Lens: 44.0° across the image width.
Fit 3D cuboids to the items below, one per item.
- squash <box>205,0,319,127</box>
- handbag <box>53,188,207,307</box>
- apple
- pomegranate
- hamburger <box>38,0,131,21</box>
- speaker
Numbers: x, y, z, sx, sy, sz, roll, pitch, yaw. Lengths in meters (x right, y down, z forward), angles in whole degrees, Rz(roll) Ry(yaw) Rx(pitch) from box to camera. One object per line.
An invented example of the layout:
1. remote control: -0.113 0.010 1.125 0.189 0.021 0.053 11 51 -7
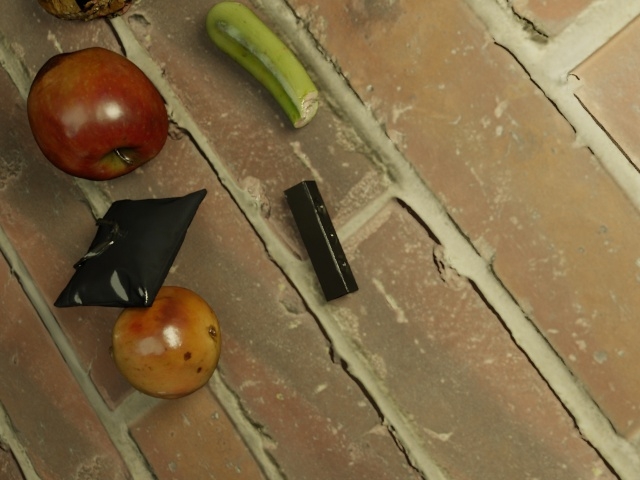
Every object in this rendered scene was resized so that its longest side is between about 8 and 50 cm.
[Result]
1. squash: -0.092 -0.290 1.268 0.250 0.083 0.083 48 112 12
2. handbag: -0.323 0.012 1.342 0.211 0.254 0.089 -4 136 29
3. apple: -0.376 -0.218 1.332 0.230 0.230 0.230 2 95 26
4. pomegranate: -0.259 0.170 1.330 0.191 0.191 0.191 2 95 26
5. hamburger: -0.420 -0.498 1.398 0.231 0.107 0.231 6 101 32
6. speaker: 0.000 0.000 1.263 0.046 0.040 0.191 -25 83 26
